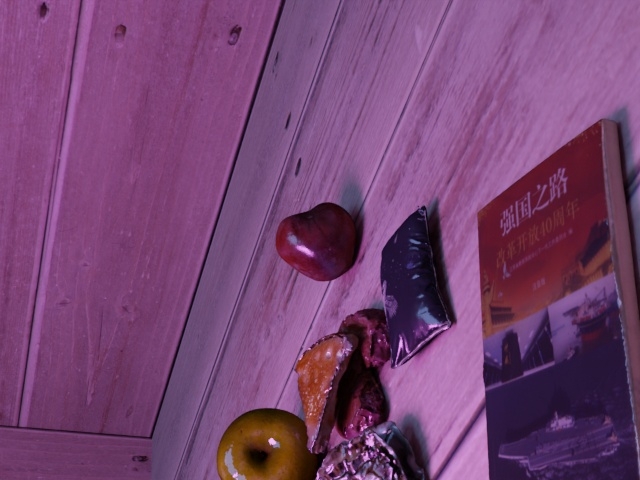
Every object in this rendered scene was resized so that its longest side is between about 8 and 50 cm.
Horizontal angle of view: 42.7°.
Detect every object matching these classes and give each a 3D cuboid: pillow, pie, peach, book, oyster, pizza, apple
[{"bbox_3d":[0.132,0.069,1.203,0.141,0.055,0.208,-49,36,44],"label":"pillow"},{"bbox_3d":[0.062,0.218,1.338,0.204,0.054,0.219,153,124,-68],"label":"pie"},{"bbox_3d":[0.000,0.000,1.517,0.152,0.152,0.152,-171,90,-72],"label":"peach"},{"bbox_3d":[0.246,0.092,0.876,0.262,0.028,0.374,131,144,-62],"label":"book"},{"bbox_3d":[0.067,0.399,1.177,0.198,0.112,0.268,48,121,42],"label":"oyster"},{"bbox_3d":[0.008,0.248,1.318,0.185,0.052,0.195,-38,39,54],"label":"pizza"},{"bbox_3d":[-0.095,0.410,1.524,0.157,0.196,0.196,84,-176,-60],"label":"apple"}]
